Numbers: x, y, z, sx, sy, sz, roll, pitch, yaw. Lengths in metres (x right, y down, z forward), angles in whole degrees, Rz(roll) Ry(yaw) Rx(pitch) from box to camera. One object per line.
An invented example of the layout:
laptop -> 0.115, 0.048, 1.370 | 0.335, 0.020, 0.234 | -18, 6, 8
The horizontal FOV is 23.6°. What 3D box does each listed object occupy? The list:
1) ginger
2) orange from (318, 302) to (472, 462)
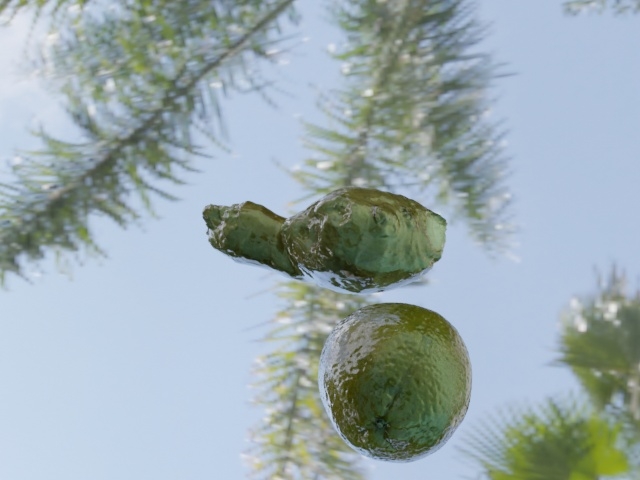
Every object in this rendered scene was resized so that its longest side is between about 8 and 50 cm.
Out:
ginger -> 0.000, -0.003, 1.016 | 0.165, 0.096, 0.067 | 6, -108, 5
orange -> 0.040, 0.077, 0.828 | 0.085, 0.095, 0.085 | 3, -68, 6
